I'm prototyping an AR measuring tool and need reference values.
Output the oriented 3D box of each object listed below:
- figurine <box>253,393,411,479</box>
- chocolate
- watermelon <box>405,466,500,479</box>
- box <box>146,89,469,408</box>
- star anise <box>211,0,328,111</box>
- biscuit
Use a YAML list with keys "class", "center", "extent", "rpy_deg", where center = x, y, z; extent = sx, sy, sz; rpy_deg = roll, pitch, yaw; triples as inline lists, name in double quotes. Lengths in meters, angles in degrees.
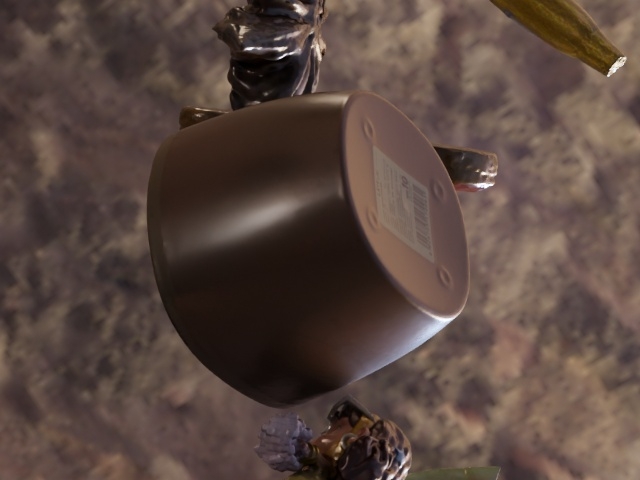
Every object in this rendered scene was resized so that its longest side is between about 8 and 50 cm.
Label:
- class: "figurine"
  center: [-0.001, 0.246, 1.877]
  extent: [0.115, 0.175, 0.240]
  rpy_deg: [35, -142, 23]
- class: "chocolate"
  center: [0.329, -0.307, 2.666]
  extent: [0.219, 0.086, 0.085]
  rpy_deg: [41, -155, 18]
- class: "watermelon"
  center: [0.109, 0.386, 2.187]
  extent: [0.256, 0.176, 0.260]
  rpy_deg: [52, -132, -31]
- class: "box"
  center: [0.000, 0.000, 1.879]
  extent: [0.301, 0.216, 0.301]
  rpy_deg: [42, -142, -44]
- class: "star anise"
  center: [-0.053, -0.264, 2.273]
  extent: [0.315, 0.108, 0.315]
  rpy_deg: [7, -90, -75]
- class: "biscuit"
  center: [0.031, -0.118, 2.631]
  extent: [0.368, 0.394, 0.076]
  rpy_deg: [5, -84, -39]
